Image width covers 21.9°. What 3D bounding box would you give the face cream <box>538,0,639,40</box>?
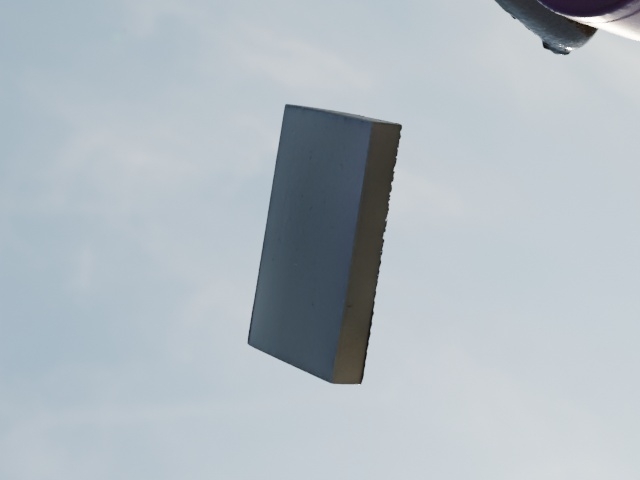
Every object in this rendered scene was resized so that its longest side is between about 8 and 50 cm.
[{"bbox_3d":[0.289,-0.265,1.453,0.195,0.175,0.175,7,-125,-49],"label":"face cream"}]

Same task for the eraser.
[{"bbox_3d":[0.000,0.000,0.954,0.023,0.104,0.150,6,-83,-32],"label":"eraser"}]

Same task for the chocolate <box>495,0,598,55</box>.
[{"bbox_3d":[0.266,-0.320,1.599,0.161,0.261,0.083,31,173,-24],"label":"chocolate"}]
